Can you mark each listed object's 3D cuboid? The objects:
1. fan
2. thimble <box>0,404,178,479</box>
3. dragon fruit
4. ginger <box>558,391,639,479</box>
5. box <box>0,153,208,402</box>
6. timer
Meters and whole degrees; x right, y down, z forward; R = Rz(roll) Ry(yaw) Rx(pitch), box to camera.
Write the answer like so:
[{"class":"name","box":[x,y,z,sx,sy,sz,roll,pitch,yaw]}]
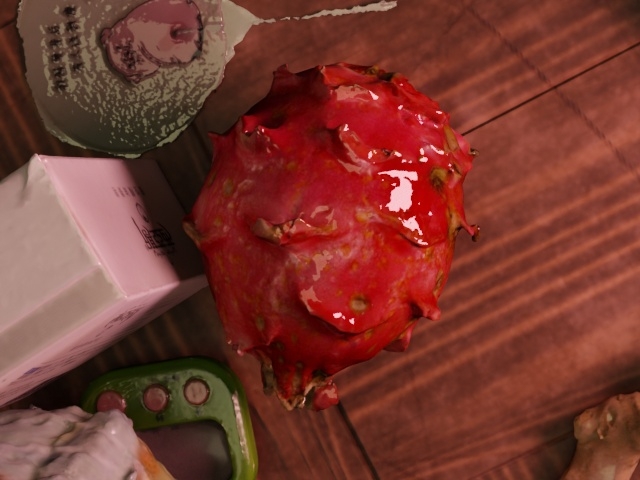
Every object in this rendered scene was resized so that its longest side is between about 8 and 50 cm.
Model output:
[{"class":"fan","box":[-0.092,-0.166,1.133,0.310,0.010,0.182,-8,93,9]},{"class":"thimble","box":[-0.213,0.264,1.075,0.254,0.167,0.288,23,117,10]},{"class":"dragon fruit","box":[0.000,0.000,1.045,0.205,0.210,0.268,20,103,23]},{"class":"ginger","box":[0.293,0.137,1.080,0.149,0.065,0.259,41,97,1]},{"class":"box","box":[-0.209,0.038,1.033,0.203,0.274,0.116,-32,87,10]},{"class":"timer","box":[-0.122,0.160,1.146,0.140,0.047,0.128,-10,93,10]}]
